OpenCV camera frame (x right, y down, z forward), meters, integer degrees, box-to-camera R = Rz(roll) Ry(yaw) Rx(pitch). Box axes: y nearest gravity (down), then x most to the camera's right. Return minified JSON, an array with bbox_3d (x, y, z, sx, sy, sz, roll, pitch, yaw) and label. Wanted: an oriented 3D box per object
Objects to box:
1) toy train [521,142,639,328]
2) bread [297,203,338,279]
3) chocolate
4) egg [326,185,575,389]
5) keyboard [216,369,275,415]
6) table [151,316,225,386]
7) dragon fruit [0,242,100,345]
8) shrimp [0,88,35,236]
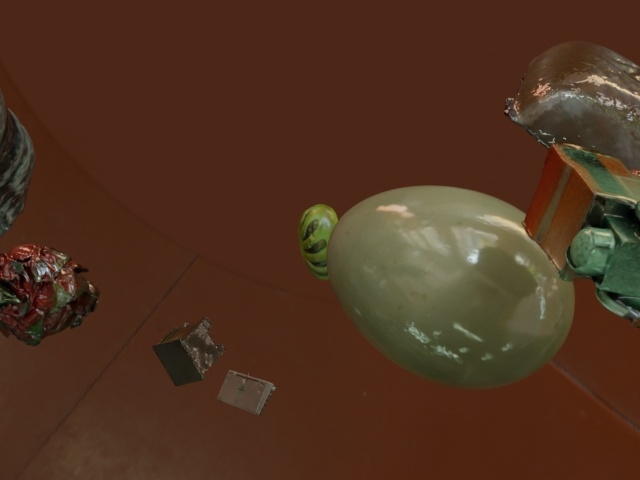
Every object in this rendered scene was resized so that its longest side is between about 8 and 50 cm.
[{"bbox_3d":[0.215,0.003,0.675,0.176,0.118,0.074,9,117,-16],"label":"toy train"},{"bbox_3d":[0.000,0.000,1.933,0.071,0.139,0.130,-13,113,1],"label":"bread"},{"bbox_3d":[0.268,-0.063,0.894,0.261,0.161,0.083,40,122,-8],"label":"chocolate"},{"bbox_3d":[0.122,0.040,1.136,0.254,0.189,0.188,26,110,23],"label":"egg"},{"bbox_3d":[-0.112,0.226,1.752,0.017,0.166,0.055,27,79,-23],"label":"keyboard"},{"bbox_3d":[-0.220,0.186,1.990,0.070,0.082,0.083,-17,108,37],"label":"table"},{"bbox_3d":[-0.478,0.091,1.972,0.182,0.182,0.188,-26,125,12],"label":"dragon fruit"},{"bbox_3d":[-0.284,-0.082,0.801,0.166,0.410,0.221,-27,75,3],"label":"shrimp"}]
